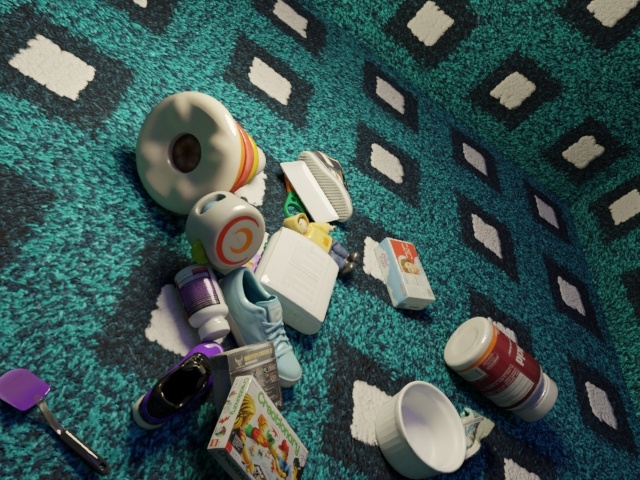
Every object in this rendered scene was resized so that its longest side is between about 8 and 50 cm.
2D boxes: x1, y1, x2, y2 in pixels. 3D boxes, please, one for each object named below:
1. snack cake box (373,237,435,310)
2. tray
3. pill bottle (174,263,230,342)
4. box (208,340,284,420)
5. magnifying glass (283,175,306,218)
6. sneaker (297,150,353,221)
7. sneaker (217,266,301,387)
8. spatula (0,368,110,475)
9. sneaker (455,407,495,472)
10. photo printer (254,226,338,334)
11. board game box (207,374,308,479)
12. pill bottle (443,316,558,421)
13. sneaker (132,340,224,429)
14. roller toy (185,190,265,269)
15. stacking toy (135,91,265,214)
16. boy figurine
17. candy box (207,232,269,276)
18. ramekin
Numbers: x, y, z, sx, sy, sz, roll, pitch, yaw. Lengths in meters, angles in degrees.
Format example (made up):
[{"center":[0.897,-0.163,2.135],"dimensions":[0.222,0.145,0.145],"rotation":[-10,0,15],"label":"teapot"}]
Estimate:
[{"center":[0.319,0.129,2.249],"dimensions":[0.152,0.089,0.264],"rotation":[11,50,-37],"label":"snack cake box"},{"center":[-0.045,-0.175,2.171],"dimensions":[0.145,0.030,0.270],"rotation":[-17,72,-52],"label":"tray"},{"center":[-0.310,0.167,1.566],"dimensions":[0.108,0.108,0.193],"rotation":[-1,58,-46],"label":"pill bottle"},{"center":[-0.180,0.357,1.463],"dimensions":[0.231,0.056,0.182],"rotation":[1,78,-67],"label":"box"},{"center":[-0.104,-0.153,2.136],"dimensions":[0.092,0.026,0.230],"rotation":[16,49,-36],"label":"magnifying glass"},{"center":[0.047,-0.220,2.260],"dimensions":[0.128,0.126,0.321],"rotation":[-17,70,-47],"label":"sneaker"},{"center":[-0.157,0.234,1.625],"dimensions":[0.366,0.150,0.135],"rotation":[52,38,5],"label":"sneaker"},{"center":[-0.543,0.376,1.208],"dimensions":[0.296,0.030,0.084],"rotation":[46,34,-3],"label":"spatula"},{"center":[0.464,0.653,1.936],"dimensions":[0.122,0.110,0.283],"rotation":[39,31,18],"label":"sneaker"},{"center":[-0.076,0.111,1.847],"dimensions":[0.256,0.107,0.307],"rotation":[35,40,-14],"label":"photo printer"},{"center":[-0.134,0.486,1.357],"dimensions":[0.305,0.053,0.193],"rotation":[61,29,-30],"label":"board game box"},{"center":[0.670,0.481,2.169],"dimensions":[0.392,0.224,0.224],"rotation":[39,37,-12],"label":"pill bottle"},{"center":[-0.302,0.325,1.398],"dimensions":[0.102,0.146,0.293],"rotation":[47,37,-1],"label":"sneaker"},{"center":[-0.260,-0.030,1.601],"dimensions":[0.146,0.191,0.209],"rotation":[31,14,39],"label":"roller toy"},{"center":[-0.305,-0.255,1.855],"dimensions":[0.350,0.351,0.480],"rotation":[57,20,12],"label":"stacking toy"},{"center":[0.000,0.000,2.038],"dimensions":[0.285,0.092,0.177],"rotation":[40,52,-15],"label":"boy figurine"},{"center":[-0.261,0.015,1.785],"dimensions":[0.165,0.070,0.196],"rotation":[35,39,-16],"label":"candy box"},{"center":[0.298,0.581,1.781],"dimensions":[0.277,0.135,0.277],"rotation":[26,42,-26],"label":"ramekin"}]
